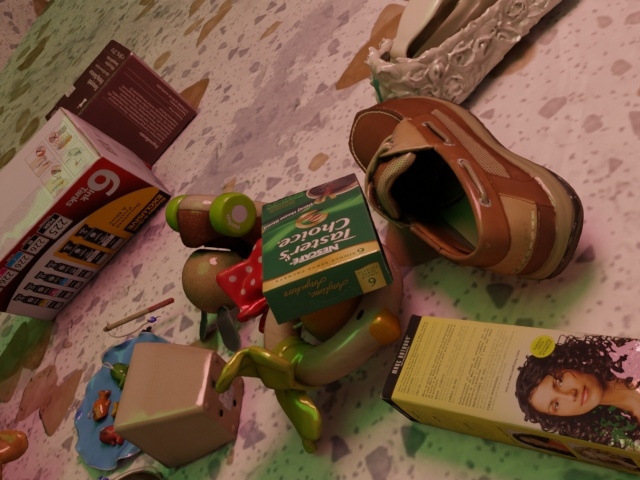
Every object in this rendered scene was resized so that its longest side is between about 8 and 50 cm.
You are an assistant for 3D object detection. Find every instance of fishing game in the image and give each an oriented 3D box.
[{"bbox_3d":[-0.261,0.201,0.910,0.189,0.041,0.264,-23,48,27],"label":"fishing game"}]

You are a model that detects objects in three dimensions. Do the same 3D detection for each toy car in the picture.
[{"bbox_3d":[-0.114,0.040,0.878,0.155,0.149,0.188,3,87,55],"label":"toy car"}]

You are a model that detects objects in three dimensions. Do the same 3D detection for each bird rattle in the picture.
[{"bbox_3d":[-0.003,0.077,0.717,0.207,0.143,0.253,-31,27,23],"label":"bird rattle"}]

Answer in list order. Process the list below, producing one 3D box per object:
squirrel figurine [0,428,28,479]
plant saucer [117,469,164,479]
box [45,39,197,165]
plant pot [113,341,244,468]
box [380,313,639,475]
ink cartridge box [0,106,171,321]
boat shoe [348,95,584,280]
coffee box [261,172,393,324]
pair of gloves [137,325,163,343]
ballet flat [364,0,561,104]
[{"bbox_3d":[-0.573,0.249,0.929,0.370,0.281,0.397,2,97,38],"label":"squirrel figurine"},{"bbox_3d":[-0.210,0.335,0.756,0.168,0.029,0.168,-27,41,26],"label":"plant saucer"},{"bbox_3d":[-0.378,-0.239,1.330,0.203,0.167,0.168,-49,36,-2],"label":"box"},{"bbox_3d":[-0.147,0.177,0.779,0.096,0.109,0.109,-14,47,21],"label":"plant pot"},{"bbox_3d":[0.162,0.116,0.555,0.232,0.058,0.087,-1,56,45],"label":"box"},{"bbox_3d":[-0.417,-0.024,1.167,0.309,0.272,0.130,-46,67,4],"label":"ink cartridge box"},{"bbox_3d":[0.106,-0.067,0.691,0.324,0.120,0.122,42,128,54],"label":"boat shoe"},{"bbox_3d":[0.000,0.000,0.680,0.113,0.040,0.184,-19,27,6],"label":"coffee box"},{"bbox_3d":[-0.246,0.159,0.967,0.074,0.010,0.083,-54,35,-4],"label":"pair of gloves"},{"bbox_3d":[0.207,-0.306,0.833,0.409,0.147,0.147,-49,36,-3],"label":"ballet flat"}]
